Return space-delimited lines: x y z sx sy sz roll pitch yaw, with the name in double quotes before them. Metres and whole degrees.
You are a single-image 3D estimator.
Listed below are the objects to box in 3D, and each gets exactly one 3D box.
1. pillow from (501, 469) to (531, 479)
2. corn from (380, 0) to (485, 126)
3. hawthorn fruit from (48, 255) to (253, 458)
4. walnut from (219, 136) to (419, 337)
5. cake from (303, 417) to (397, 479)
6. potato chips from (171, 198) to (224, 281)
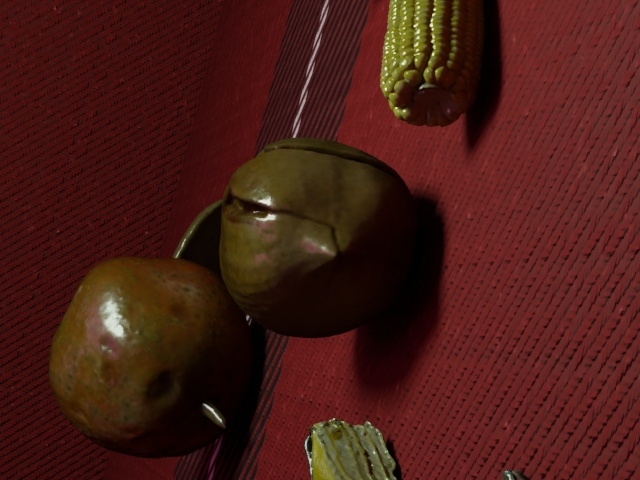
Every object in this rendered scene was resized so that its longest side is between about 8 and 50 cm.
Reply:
"pillow" 0.105 0.268 1.139 0.126 0.043 0.232 -89 17 -46
"corn" 0.109 -0.205 1.575 0.093 0.093 0.244 117 167 -45
"hawthorn fruit" -0.206 0.166 2.200 0.298 0.277 0.277 40 118 46
"walnut" 0.000 0.000 1.614 0.298 0.203 0.203 -151 76 -76
"cake" 0.032 0.245 1.481 0.185 0.079 0.116 -131 44 -64
"potato chips" -0.164 0.026 2.390 0.049 0.150 0.202 17 76 37
